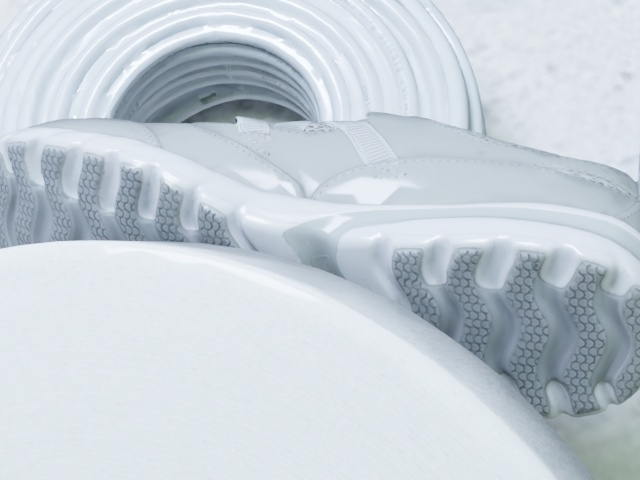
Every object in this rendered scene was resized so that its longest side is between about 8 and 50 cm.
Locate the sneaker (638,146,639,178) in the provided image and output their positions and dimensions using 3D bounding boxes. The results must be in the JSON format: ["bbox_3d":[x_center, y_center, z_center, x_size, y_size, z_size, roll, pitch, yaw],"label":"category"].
[{"bbox_3d":[0.212,-0.120,0.689,0.094,0.091,0.258,9,65,11],"label":"sneaker"}]

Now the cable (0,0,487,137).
[{"bbox_3d":[-0.049,-0.034,0.676,0.257,0.089,0.257,11,65,12],"label":"cable"}]

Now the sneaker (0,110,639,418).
[{"bbox_3d":[0.000,0.000,0.567,0.281,0.105,0.115,11,32,17],"label":"sneaker"}]

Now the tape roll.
[{"bbox_3d":[-0.064,0.192,0.482,0.392,0.072,0.392,0,89,14],"label":"tape roll"}]
